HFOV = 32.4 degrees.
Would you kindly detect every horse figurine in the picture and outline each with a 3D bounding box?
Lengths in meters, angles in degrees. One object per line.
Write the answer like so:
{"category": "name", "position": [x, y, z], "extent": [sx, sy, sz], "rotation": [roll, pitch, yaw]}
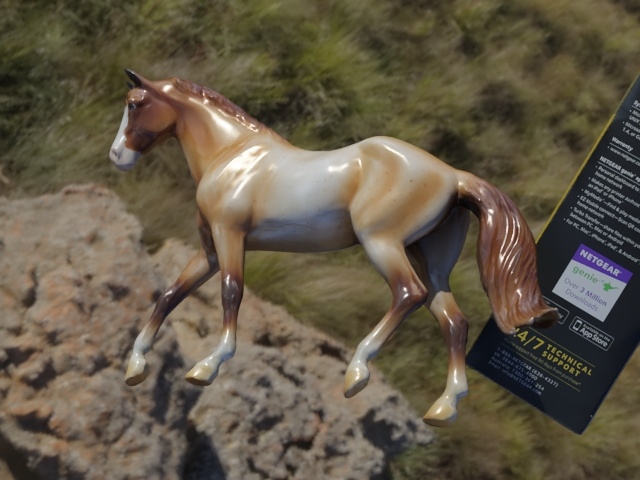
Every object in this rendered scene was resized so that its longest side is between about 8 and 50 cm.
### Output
{"category": "horse figurine", "position": [0.000, 0.000, 0.583], "extent": [0.066, 0.263, 0.174], "rotation": [55, 43, -61]}

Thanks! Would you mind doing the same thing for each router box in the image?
{"category": "router box", "position": [0.205, -0.011, 0.740], "extent": [0.081, 0.243, 0.309], "rotation": [32, 5, 12]}
